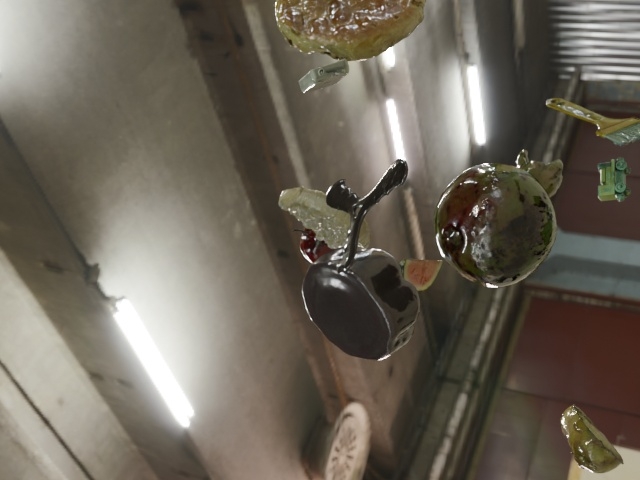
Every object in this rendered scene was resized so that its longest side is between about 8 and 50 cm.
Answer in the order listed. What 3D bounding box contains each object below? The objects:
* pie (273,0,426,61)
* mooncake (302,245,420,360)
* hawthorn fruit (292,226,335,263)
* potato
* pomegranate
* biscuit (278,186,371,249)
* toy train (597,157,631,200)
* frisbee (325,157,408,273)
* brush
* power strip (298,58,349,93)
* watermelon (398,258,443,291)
[{"bbox_3d":[0.068,-0.505,1.783,0.083,0.339,0.340,79,-148,-46],"label":"pie"},{"bbox_3d":[0.084,0.125,1.657,0.133,0.244,0.245,-29,-54,-36],"label":"mooncake"},{"bbox_3d":[0.000,0.000,2.451,0.193,0.157,0.157,22,-103,-33],"label":"hawthorn fruit"},{"bbox_3d":[0.605,0.462,1.857,0.081,0.164,0.200,-44,2,11],"label":"potato"},{"bbox_3d":[0.345,-0.042,1.558,0.306,0.242,0.243,-33,-53,-53],"label":"pomegranate"},{"bbox_3d":[0.040,-0.051,2.130,0.281,0.179,0.084,39,-114,-31],"label":"biscuit"},{"bbox_3d":[0.769,-0.158,2.138,0.050,0.081,0.122,36,-126,-51],"label":"toy train"},{"bbox_3d":[0.058,-0.036,1.283,0.012,0.211,0.188,26,-115,-29],"label":"frisbee"},{"bbox_3d":[0.456,-0.205,1.358,0.082,0.218,0.010,-22,-57,-18],"label":"brush"},{"bbox_3d":[0.006,-0.335,1.674,0.192,0.081,0.035,-157,50,-81],"label":"power strip"},{"bbox_3d":[0.239,0.081,2.118,0.163,0.069,0.087,5,-77,-46],"label":"watermelon"}]
